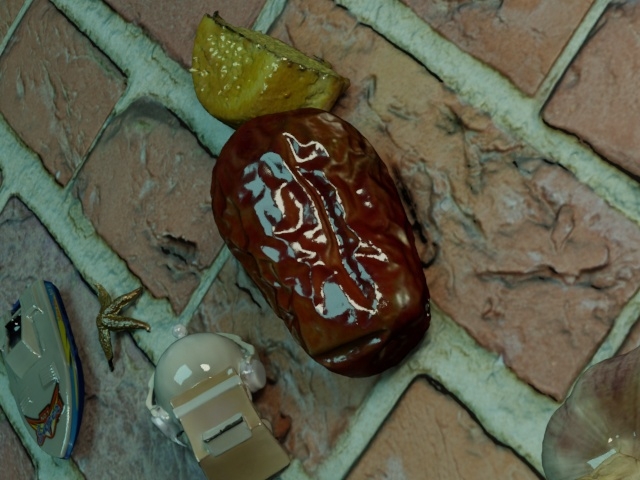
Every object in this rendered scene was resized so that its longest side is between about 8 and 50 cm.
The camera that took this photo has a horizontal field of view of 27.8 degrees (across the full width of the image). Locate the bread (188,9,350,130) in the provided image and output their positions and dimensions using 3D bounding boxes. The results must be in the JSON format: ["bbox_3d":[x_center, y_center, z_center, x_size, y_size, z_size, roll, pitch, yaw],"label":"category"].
[{"bbox_3d":[-0.085,-0.209,1.715,0.229,0.143,0.139,37,102,46],"label":"bread"}]

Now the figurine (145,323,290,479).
[{"bbox_3d":[-0.136,0.205,1.647,0.162,0.141,0.237,-34,47,-4],"label":"figurine"}]

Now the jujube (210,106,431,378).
[{"bbox_3d":[0.000,0.000,1.532,0.216,0.216,0.342,-41,65,27],"label":"jujube"}]

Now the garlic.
[{"bbox_3d":[0.286,0.208,1.146,0.245,0.253,0.245,-6,81,41],"label":"garlic"}]

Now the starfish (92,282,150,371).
[{"bbox_3d":[-0.304,0.125,1.884,0.133,0.041,0.130,2,79,45],"label":"starfish"}]

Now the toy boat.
[{"bbox_3d":[-0.412,0.202,1.928,0.129,0.088,0.295,-44,50,25],"label":"toy boat"}]
